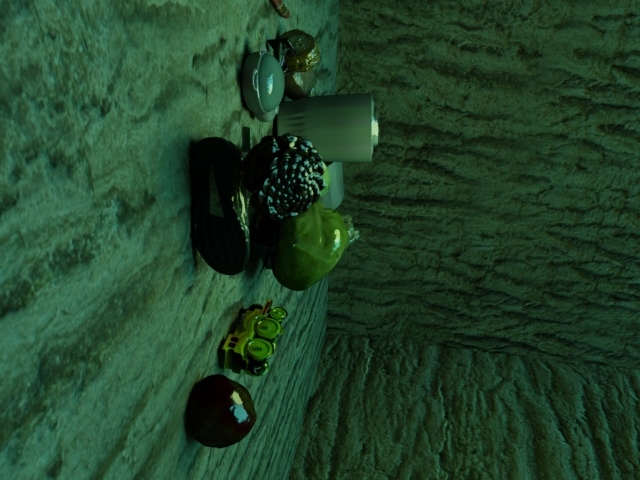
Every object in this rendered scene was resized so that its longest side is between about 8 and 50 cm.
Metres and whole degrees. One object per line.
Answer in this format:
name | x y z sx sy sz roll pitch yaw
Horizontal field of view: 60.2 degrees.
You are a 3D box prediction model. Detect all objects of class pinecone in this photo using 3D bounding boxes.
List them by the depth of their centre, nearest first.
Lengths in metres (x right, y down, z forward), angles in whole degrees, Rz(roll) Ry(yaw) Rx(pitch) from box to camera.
pinecone | -0.094 -0.153 1.268 0.208 0.207 0.208 5 90 -82

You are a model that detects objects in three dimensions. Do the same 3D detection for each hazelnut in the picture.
hazelnut | -0.261 0.445 1.445 0.202 0.160 0.170 50 16 -24

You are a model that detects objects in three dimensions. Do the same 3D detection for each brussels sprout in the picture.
brussels sprout | -0.047 0.014 1.865 0.328 0.247 0.328 -47 -161 21

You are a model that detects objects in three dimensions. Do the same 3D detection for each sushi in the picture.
sushi | -0.161 -0.092 1.709 0.373 0.099 0.297 127 -19 -62

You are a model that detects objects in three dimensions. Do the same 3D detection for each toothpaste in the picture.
toothpaste | -0.188 0.029 1.998 0.267 0.050 0.065 79 19 -64

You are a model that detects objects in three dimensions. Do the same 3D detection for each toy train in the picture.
toy train | -0.200 0.292 1.702 0.296 0.160 0.101 -68 171 -58

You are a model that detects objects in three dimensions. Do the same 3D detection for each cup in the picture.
cup | 0.033 -0.421 2.072 0.253 0.371 0.254 1 90 -85
cup | -0.047 -0.248 2.314 0.323 0.236 0.327 -48 156 -24

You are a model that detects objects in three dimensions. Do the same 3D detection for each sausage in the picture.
sausage | -0.137 -0.794 1.868 0.253 0.034 0.034 -43 138 -79

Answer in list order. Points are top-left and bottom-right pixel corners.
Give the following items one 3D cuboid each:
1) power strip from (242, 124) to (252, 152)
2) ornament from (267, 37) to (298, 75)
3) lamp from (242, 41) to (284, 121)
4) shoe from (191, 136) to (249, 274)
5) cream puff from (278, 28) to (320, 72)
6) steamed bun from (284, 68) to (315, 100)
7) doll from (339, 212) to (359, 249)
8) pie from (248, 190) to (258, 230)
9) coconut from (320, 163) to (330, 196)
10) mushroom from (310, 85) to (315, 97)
power strip | -0.217 -0.301 1.638 0.017 0.027 0.083 -62 155 -69
ornament | -0.151 -0.556 1.785 0.081 0.088 0.203 50 55 -52
lamp | -0.161 -0.454 1.650 0.246 0.107 0.180 81 20 -64
shoe | -0.231 -0.091 1.346 0.171 0.132 0.337 -74 162 -72
cream puff | -0.078 -0.662 1.950 0.165 0.150 0.115 53 -15 17
steamed bun | -0.095 -0.609 2.083 0.175 0.106 0.145 52 47 -59
doll | 0.000 0.000 2.317 0.349 0.247 0.248 -24 130 -32
pie | -0.212 -0.112 1.638 0.163 0.078 0.194 108 -8 -59
coconut | -0.092 -0.221 1.999 0.236 0.235 0.205 -50 118 -77
mushroom | -0.059 -0.550 2.438 0.123 0.094 0.351 -56 157 -31
